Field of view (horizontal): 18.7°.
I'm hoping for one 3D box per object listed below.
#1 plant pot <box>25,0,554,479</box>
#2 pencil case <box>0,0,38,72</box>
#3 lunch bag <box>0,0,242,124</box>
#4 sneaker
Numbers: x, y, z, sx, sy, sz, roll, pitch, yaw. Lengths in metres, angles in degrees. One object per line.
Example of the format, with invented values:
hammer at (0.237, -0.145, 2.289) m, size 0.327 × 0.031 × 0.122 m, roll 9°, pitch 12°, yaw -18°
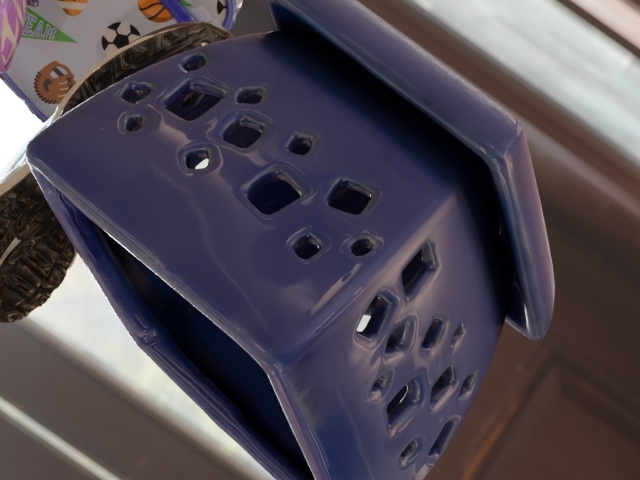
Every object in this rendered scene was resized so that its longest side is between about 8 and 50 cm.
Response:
plant pot at (0.000, 0.000, 1.145) m, size 0.212 × 0.236 × 0.236 m, roll -42°, pitch -33°, yaw -13°
pencil case at (-0.345, -0.199, 1.620) m, size 0.088 × 0.206 × 0.086 m, roll 99°, pitch -179°, yaw -50°
lunch bag at (-0.225, -0.262, 1.743) m, size 0.243 × 0.303 × 0.115 m, roll -36°, pitch 12°, yaw 15°
sneaker at (-0.166, -0.063, 1.391) m, size 0.271 × 0.100 × 0.108 m, roll -41°, pitch 21°, yaw 13°
